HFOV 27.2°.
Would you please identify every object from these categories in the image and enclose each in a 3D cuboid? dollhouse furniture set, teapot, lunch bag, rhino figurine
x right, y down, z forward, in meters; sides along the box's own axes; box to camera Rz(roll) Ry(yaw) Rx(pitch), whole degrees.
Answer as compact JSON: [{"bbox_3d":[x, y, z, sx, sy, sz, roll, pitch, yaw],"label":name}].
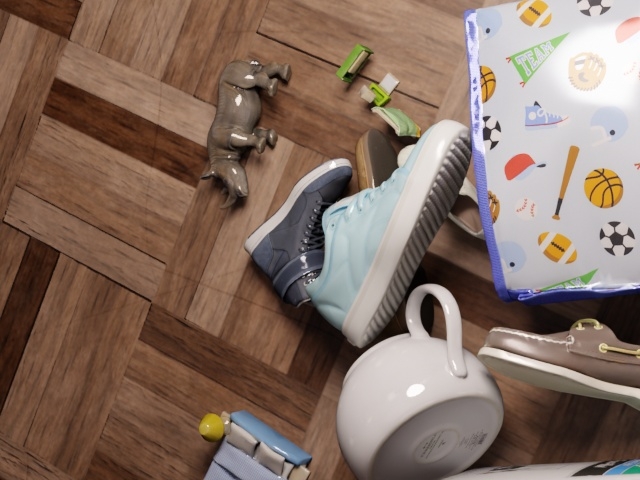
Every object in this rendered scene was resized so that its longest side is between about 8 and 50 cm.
[{"bbox_3d":[0.097,-0.218,1.943,0.152,0.076,0.058,45,107,20],"label":"dollhouse furniture set"},{"bbox_3d":[0.121,0.216,1.852,0.256,0.252,0.187,-33,51,3],"label":"teapot"},{"bbox_3d":[-0.128,0.445,1.968,0.303,0.198,0.286,33,102,22],"label":"dollhouse furniture set"},{"bbox_3d":[0.374,-0.117,1.727,0.328,0.239,0.385,-8,78,24],"label":"lunch bag"},{"bbox_3d":[-0.125,-0.166,2.049,0.106,0.073,0.243,16,97,21],"label":"rhino figurine"}]

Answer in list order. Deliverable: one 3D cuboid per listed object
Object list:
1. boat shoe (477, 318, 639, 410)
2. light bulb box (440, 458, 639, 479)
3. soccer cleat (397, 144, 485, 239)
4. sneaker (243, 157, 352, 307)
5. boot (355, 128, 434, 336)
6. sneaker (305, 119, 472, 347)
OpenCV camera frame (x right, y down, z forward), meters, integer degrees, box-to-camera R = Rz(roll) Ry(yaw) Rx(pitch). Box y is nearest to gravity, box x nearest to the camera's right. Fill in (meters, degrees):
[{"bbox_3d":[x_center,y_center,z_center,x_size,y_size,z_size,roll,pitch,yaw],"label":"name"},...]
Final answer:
[{"bbox_3d":[0.371,0.159,1.749,0.324,0.116,0.096,14,78,2],"label":"boat shoe"},{"bbox_3d":[0.352,0.473,1.727,0.361,0.225,0.357,-9,85,26],"label":"light bulb box"},{"bbox_3d":[0.183,-0.074,1.899,0.196,0.076,0.068,43,106,20],"label":"soccer cleat"},{"bbox_3d":[0.001,0.001,1.969,0.226,0.086,0.163,-48,60,27],"label":"sneaker"},{"bbox_3d":[0.076,-0.008,1.939,0.115,0.112,0.305,-12,86,35],"label":"boot"},{"bbox_3d":[0.073,-0.026,1.788,0.150,0.135,0.366,35,120,16],"label":"sneaker"}]
